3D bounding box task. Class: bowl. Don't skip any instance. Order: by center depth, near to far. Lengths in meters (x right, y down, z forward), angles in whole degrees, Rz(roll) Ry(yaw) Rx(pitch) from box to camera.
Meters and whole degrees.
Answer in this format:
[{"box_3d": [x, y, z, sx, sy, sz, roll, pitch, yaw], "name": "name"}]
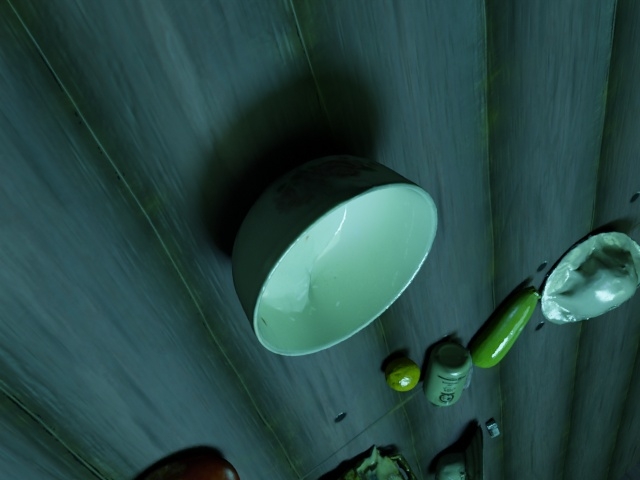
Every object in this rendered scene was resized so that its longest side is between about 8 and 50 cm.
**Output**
[{"box_3d": [0.000, 0.000, 1.122, 0.277, 0.145, 0.277, -26, 142, -22], "name": "bowl"}]

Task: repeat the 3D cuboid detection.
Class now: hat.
[{"box_3d": [0.326, 0.563, 2.115, 0.109, 0.252, 0.252, 0, 141, 5], "name": "hat"}]

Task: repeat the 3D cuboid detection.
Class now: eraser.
[{"box_3d": [0.427, 0.466, 2.207, 0.027, 0.019, 0.099, -27, 146, 3], "name": "eraser"}]

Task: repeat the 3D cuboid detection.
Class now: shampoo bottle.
[{"box_3d": [0.242, 0.273, 1.741, 0.079, 0.079, 0.162, -23, 143, -26], "name": "shampoo bottle"}]

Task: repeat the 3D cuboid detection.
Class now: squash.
[{"box_3d": [0.369, 0.174, 1.775, 0.066, 0.066, 0.201, 16, 114, -52], "name": "squash"}]

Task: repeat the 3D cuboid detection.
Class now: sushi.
[{"box_3d": [0.080, 0.521, 1.838, 0.290, 0.139, 0.131, -18, 160, -31], "name": "sushi"}]

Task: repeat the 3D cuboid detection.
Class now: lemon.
[{"box_3d": [0.151, 0.245, 1.632, 0.083, 0.062, 0.062, 9, 122, -48], "name": "lemon"}]

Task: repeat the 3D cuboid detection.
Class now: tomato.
[{"box_3d": [-0.222, 0.460, 1.420, 0.233, 0.139, 0.200, -48, 140, 10], "name": "tomato"}]

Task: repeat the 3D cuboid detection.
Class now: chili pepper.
[{"box_3d": [0.282, 0.255, 1.785, 0.041, 0.050, 0.153, -48, 151, -39], "name": "chili pepper"}]

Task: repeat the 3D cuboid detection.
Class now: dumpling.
[{"box_3d": [0.554, 0.073, 1.819, 0.247, 0.142, 0.172, -34, 112, 0], "name": "dumpling"}]
